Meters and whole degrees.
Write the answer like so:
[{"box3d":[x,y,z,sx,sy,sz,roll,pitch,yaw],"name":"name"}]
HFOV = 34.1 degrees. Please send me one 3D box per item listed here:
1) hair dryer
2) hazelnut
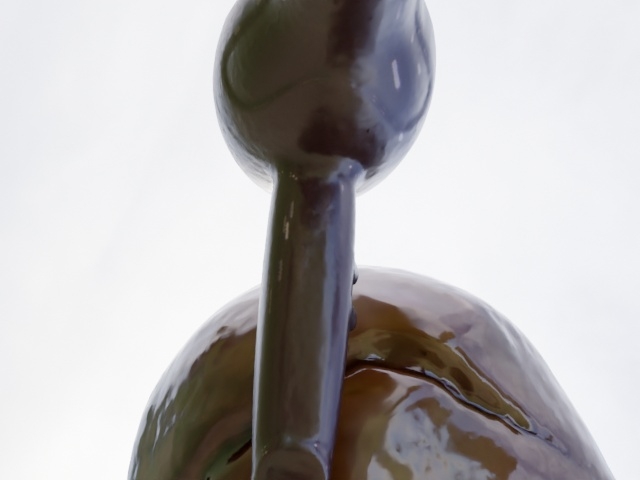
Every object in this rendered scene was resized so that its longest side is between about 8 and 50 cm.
[{"box3d":[0.000,0.000,0.504,0.312,0.123,0.340,112,-17,-74],"name":"hair dryer"},{"box3d":[0.024,0.197,0.706,0.372,0.315,0.372,-16,-124,26],"name":"hazelnut"}]
